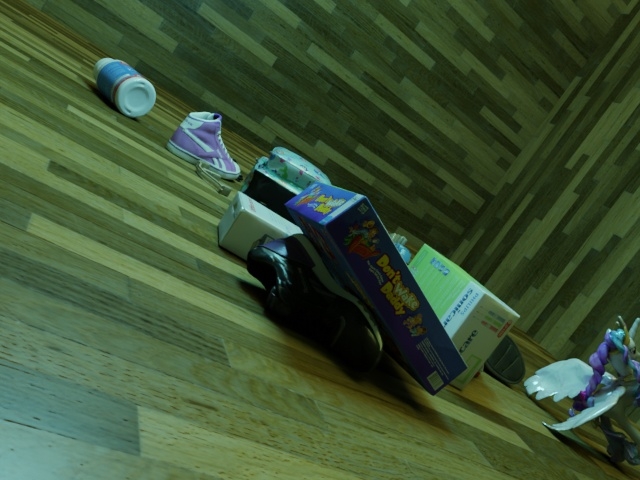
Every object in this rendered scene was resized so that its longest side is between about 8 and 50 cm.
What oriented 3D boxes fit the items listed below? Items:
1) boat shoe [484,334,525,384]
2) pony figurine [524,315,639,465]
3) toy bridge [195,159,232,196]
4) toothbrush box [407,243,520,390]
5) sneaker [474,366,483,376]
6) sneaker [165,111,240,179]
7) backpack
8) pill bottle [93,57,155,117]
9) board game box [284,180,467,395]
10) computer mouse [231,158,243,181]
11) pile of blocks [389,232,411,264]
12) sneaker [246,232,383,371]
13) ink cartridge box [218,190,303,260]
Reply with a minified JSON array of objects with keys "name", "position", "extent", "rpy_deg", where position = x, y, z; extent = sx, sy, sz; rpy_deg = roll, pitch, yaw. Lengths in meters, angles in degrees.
[{"name":"boat shoe","position":[0.447,0.280,1.594],"extent":[0.307,0.111,0.104],"rpy_deg":[46,-15,-3]},{"name":"pony figurine","position":[0.760,0.414,1.483],"extent":[0.364,0.351,0.303],"rpy_deg":[52,10,-9]},{"name":"toy bridge","position":[-0.306,-0.178,1.554],"extent":[0.063,0.026,0.188],"rpy_deg":[23,14,-41]},{"name":"toothbrush box","position":[0.278,0.164,1.288],"extent":[0.122,0.206,0.283],"rpy_deg":[31,9,-24]},{"name":"sneaker","position":[0.393,0.259,1.400],"extent":[0.090,0.145,0.270],"rpy_deg":[38,9,20]},{"name":"sneaker","position":[-0.310,-0.286,1.687],"extent":[0.102,0.161,0.282],"rpy_deg":[38,8,31]},{"name":"backpack","position":[-0.090,-0.131,1.488],"extent":[0.225,0.191,0.253],"rpy_deg":[31,6,-11]},{"name":"pill bottle","position":[-0.602,-0.471,1.706],"extent":[0.221,0.124,0.124],"rpy_deg":[41,11,34]},{"name":"board game box","position":[0.088,0.071,0.965],"extent":[0.347,0.078,0.233],"rpy_deg":[57,-9,-20]},{"name":"computer mouse","position":[-0.366,-0.301,1.875],"extent":[0.262,0.060,0.184],"rpy_deg":[31,10,-24]},{"name":"pile of blocks","position":[0.222,0.034,1.963],"extent":[0.112,0.149,0.362],"rpy_deg":[32,10,-17]},{"name":"sneaker","position":[-0.023,0.113,0.917],"extent":[0.124,0.107,0.283],"rpy_deg":[-14,50,-38]},{"name":"ink cartridge box","position":[-0.096,0.003,1.146],"extent":[0.212,0.093,0.154],"rpy_deg":[33,8,-19]}]
